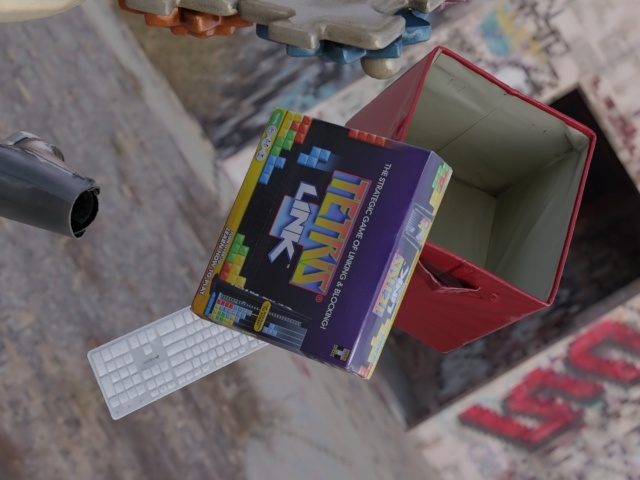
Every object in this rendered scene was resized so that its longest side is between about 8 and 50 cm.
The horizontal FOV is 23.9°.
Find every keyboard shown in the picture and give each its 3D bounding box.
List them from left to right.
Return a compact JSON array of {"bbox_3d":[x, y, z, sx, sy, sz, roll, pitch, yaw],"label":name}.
[{"bbox_3d":[-0.126,0.102,1.550,0.014,0.256,0.072,-10,-79,48],"label":"keyboard"}]

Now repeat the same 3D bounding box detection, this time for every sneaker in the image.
[{"bbox_3d":[-0.251,-0.042,1.397,0.118,0.083,0.222,21,7,4],"label":"sneaker"}]

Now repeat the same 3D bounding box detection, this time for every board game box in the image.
[{"bbox_3d":[0.000,0.000,1.117,0.141,0.170,0.048,17,-9,30],"label":"board game box"}]

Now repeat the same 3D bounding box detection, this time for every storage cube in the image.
[{"bbox_3d":[0.111,-0.030,1.410,0.184,0.215,0.193,27,-26,-15],"label":"storage cube"}]

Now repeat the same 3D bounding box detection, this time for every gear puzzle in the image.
[{"bbox_3d":[-0.082,-0.149,0.810,0.175,0.339,0.044,-43,142,-49],"label":"gear puzzle"}]

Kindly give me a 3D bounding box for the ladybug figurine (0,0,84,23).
[{"bbox_3d":[-0.401,-0.382,1.626,0.449,0.162,0.305,-8,61,-40],"label":"ladybug figurine"}]
